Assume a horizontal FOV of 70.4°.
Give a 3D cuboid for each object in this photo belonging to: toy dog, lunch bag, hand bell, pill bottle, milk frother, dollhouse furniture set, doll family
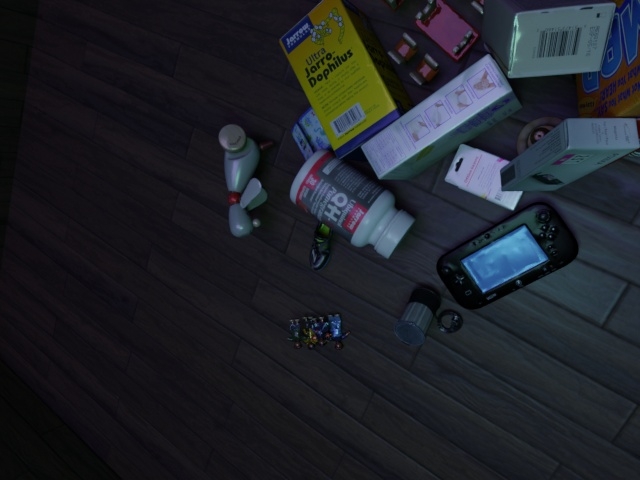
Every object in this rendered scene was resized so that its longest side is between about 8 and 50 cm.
[{"bbox_3d":[-0.212,-0.190,1.396,0.160,0.220,0.334,-6,103,-3],"label":"toy dog"},{"bbox_3d":[-0.011,-0.302,1.311,0.151,0.096,0.129,-33,83,42],"label":"lunch bag"},{"bbox_3d":[0.475,-0.217,0.969,0.126,0.242,0.126,4,98,28],"label":"hand bell"},{"bbox_3d":[0.089,-0.094,1.223,0.318,0.176,0.176,35,112,12],"label":"pill bottle"},{"bbox_3d":[0.286,0.220,1.191,0.143,0.135,0.129,11,133,30],"label":"milk frother"},{"bbox_3d":[0.273,-0.559,1.121,0.259,0.135,0.262,45,115,3],"label":"dollhouse furniture set"},{"bbox_3d":[-0.007,0.289,1.396,0.192,0.076,0.112,-9,88,26],"label":"doll family"}]

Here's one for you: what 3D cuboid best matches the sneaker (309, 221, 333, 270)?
[{"bbox_3d":[0.000,0.000,1.348,0.067,0.078,0.188,24,108,24],"label":"sneaker"}]

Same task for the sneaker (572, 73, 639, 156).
[{"bbox_3d":[0.657,-0.331,0.950,0.162,0.106,0.282,-31,87,18],"label":"sneaker"}]

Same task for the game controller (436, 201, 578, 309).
[{"bbox_3d":[0.451,0.045,1.118,0.319,0.067,0.167,-35,80,28],"label":"game controller"}]

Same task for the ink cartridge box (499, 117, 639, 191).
[{"bbox_3d":[0.524,-0.159,0.890,0.238,0.275,0.060,0,81,-1],"label":"ink cartridge box"}]

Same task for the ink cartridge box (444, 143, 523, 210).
[{"bbox_3d":[0.413,-0.158,1.113,0.181,0.061,0.105,29,109,22],"label":"ink cartridge box"}]

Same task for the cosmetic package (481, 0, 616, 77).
[{"bbox_3d":[0.421,-0.421,0.884,0.160,0.310,0.113,0,125,11],"label":"cosmetic package"}]

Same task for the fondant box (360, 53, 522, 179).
[{"bbox_3d":[0.287,-0.267,1.066,0.330,0.238,0.096,-34,80,28],"label":"fondant box"}]

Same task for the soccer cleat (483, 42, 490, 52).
[{"bbox_3d":[0.447,-0.525,1.037,0.068,0.076,0.196,47,115,15],"label":"soccer cleat"}]

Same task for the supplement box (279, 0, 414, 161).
[{"bbox_3d":[0.083,-0.409,1.182,0.195,0.194,0.357,-30,83,29],"label":"supplement box"}]

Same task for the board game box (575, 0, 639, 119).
[{"bbox_3d":[0.653,-0.397,0.719,0.355,0.356,0.357,-4,90,11],"label":"board game box"}]
